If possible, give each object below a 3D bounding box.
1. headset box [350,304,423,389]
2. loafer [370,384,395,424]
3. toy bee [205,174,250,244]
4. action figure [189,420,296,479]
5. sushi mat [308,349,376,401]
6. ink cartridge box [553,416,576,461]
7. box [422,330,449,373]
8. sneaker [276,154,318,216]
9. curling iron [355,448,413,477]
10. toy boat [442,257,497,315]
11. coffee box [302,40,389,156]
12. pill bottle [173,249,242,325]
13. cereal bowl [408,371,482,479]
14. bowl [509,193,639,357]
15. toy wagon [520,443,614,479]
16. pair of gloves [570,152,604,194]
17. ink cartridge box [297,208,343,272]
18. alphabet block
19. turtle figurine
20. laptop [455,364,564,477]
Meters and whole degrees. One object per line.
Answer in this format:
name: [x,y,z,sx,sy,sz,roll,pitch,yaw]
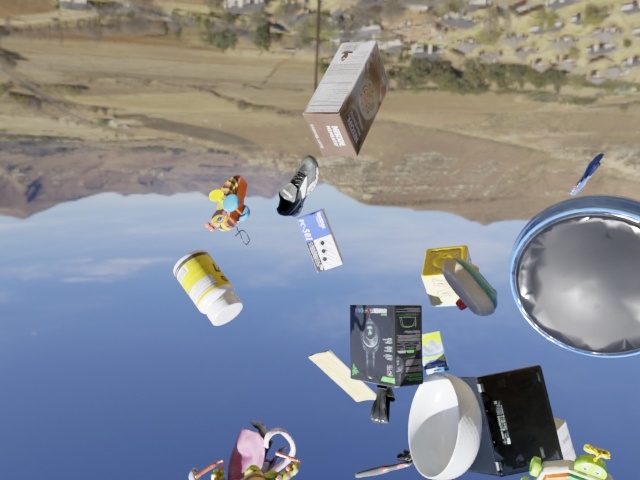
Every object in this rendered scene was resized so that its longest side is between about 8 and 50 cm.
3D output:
headset box: [0.220,0.361,1.782,0.131,0.282,0.246,5,172,-33]
loafer: [0.255,0.605,2.019,0.078,0.223,0.076,-3,140,29]
toy bee: [-0.360,-0.109,1.956,0.162,0.195,0.298,-17,-146,17]
action figure: [-0.222,0.731,1.482,0.276,0.248,0.370,-12,-143,42]
sushi mat: [0.097,0.571,2.182,0.151,0.316,0.019,-27,-157,50]
ink cartridge box: [0.968,0.873,2.165,0.160,0.219,0.093,-28,-165,-29]
box: [0.506,0.506,2.342,0.109,0.178,0.042,-16,168,19]
sneaker: [-0.080,-0.171,1.713,0.078,0.234,0.106,37,-151,20]
curling iron: [0.251,0.889,2.041,0.274,0.035,0.068,-33,-171,25]
toy boat: [0.594,0.181,2.029,0.148,0.267,0.318,-36,154,-1]
coffee box: [0.068,-0.333,1.225,0.098,0.246,0.141,8,150,30]
pill bottle: [-0.324,0.137,1.507,0.208,0.119,0.119,49,-150,22]
cereal bowl: [0.428,0.614,1.719,0.141,0.338,0.339,14,-176,-14]
bowl: [0.626,0.091,1.181,0.391,0.390,0.077,5,-156,33]
toy wagon: [0.751,0.724,1.526,0.267,0.344,0.068,16,-140,16]
pair of gloves: [0.980,-0.243,1.914,0.023,0.159,0.198,41,-171,25]
ink cartridge box: [0.000,0.000,1.840,0.097,0.207,0.046,-20,-174,14]
alphabet block: [0.577,0.160,2.331,0.194,0.197,0.192,-8,-142,24]
turtle figurine: [-0.171,0.595,1.253,0.270,0.087,0.217,-2,178,-9]
laptop: [0.701,0.724,2.117,0.408,0.381,0.236,-11,173,-1]
